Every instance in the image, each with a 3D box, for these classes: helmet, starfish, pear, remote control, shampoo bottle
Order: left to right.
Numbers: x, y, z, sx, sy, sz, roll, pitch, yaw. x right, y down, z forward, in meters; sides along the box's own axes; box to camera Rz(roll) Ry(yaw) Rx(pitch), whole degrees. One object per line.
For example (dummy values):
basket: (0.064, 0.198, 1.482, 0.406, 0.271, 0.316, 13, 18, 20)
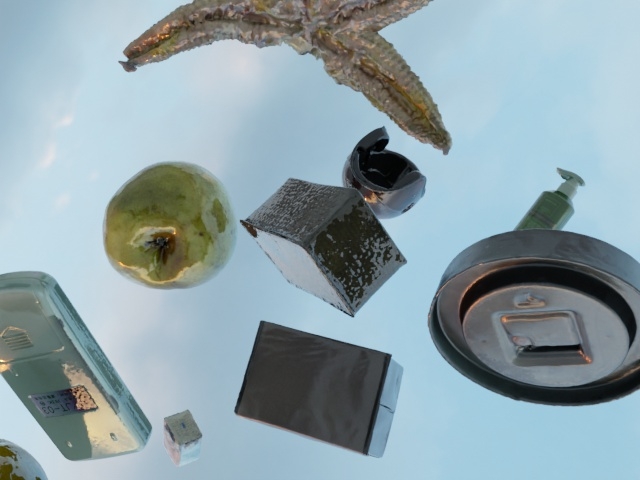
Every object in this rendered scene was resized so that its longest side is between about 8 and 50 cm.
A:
remote control: (-0.338, 0.166, 0.944, 0.140, 0.296, 0.056, -14, -151, 16)
pear: (-0.336, -0.042, 1.674, 0.304, 0.304, 0.303, -17, -124, 27)
starfish: (0.002, -0.252, 0.819, 0.132, 0.398, 0.384, -60, -177, -40)
helmet: (0.149, -0.146, 1.740, 0.189, 0.216, 0.193, 53, -52, 23)
shampoo bottle: (0.338, -0.021, 1.150, 0.204, 0.065, 0.065, -52, -132, -3)

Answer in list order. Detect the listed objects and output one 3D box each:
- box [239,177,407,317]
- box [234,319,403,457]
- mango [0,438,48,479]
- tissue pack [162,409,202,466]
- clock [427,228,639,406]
box: (-0.002, 0.002, 1.343, 0.143, 0.184, 0.273, -45, -153, -15)
box: (0.006, 0.270, 1.333, 0.252, 0.153, 0.188, 9, -107, 21)
mango: (-0.488, 0.429, 0.983, 0.182, 0.252, 0.365, -5, -153, 4)
tissue pack: (-0.269, 0.386, 1.437, 0.059, 0.094, 0.074, -19, -127, -30)
clock: (0.311, 0.114, 1.026, 0.319, 0.319, 0.066, -9, -140, 31)
